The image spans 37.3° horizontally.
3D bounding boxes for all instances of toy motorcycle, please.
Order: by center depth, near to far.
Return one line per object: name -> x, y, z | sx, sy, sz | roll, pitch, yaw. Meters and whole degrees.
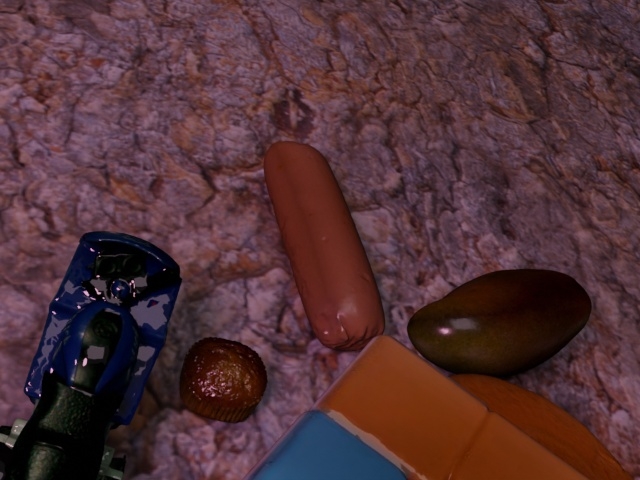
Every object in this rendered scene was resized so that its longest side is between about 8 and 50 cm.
toy motorcycle -> -0.191, 0.117, 0.766 | 0.125, 0.196, 0.331 | 19, 41, -8

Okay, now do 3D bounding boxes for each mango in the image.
mango -> 0.192, 0.090, 1.030 | 0.267, 0.111, 0.133 | -10, 20, -44

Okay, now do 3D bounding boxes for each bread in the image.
bread -> -0.092, 0.130, 0.907 | 0.085, 0.053, 0.085 | 14, 43, -13

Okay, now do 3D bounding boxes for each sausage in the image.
sausage -> 0.001, 0.001, 1.060 | 0.086, 0.086, 0.289 | 2, 46, -25

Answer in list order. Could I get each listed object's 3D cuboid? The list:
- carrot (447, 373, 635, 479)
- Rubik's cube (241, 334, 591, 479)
carrot -> 0.198, 0.263, 0.900 | 0.307, 0.100, 0.258 | 27, 40, -10
Rubik's cube -> 0.039, 0.298, 0.628 | 0.291, 0.290, 0.291 | 35, 43, 11
